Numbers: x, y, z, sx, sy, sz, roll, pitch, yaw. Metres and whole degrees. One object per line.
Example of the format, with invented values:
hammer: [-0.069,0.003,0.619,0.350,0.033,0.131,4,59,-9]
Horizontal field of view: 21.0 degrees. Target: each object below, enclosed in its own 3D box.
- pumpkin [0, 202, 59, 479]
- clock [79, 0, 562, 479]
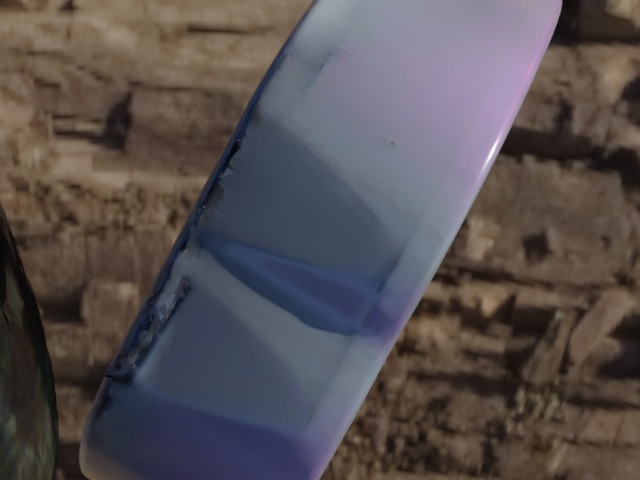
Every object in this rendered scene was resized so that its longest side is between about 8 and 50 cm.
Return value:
pumpkin: [-0.215,0.051,0.347,0.323,0.323,0.241,10,27,4]
clock: [0.000,0.000,0.867,0.102,0.338,0.338,29,51,1]
